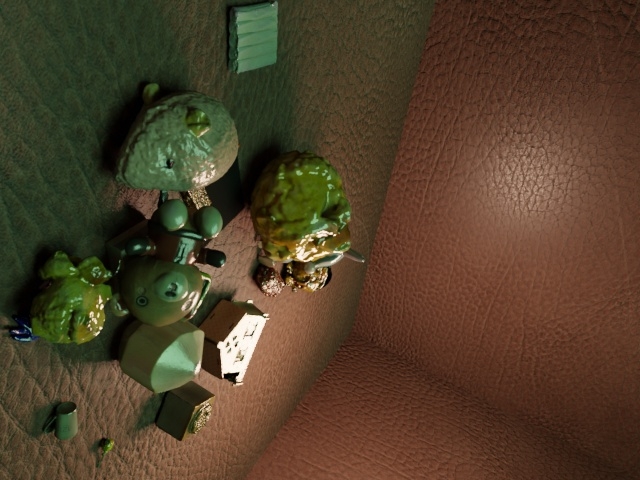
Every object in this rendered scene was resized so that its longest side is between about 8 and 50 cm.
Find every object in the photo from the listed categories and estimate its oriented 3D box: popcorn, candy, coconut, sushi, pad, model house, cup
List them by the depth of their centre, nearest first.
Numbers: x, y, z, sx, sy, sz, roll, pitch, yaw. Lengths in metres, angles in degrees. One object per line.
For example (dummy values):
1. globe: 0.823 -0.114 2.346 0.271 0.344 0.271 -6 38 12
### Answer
1. popcorn: -0.522 0.124 1.025 0.168 0.173 0.195 38 62 -69
2. cup: -0.666 0.463 1.231 0.054 0.075 0.083 -112 -148 -64
3. coconut: -0.444 0.320 1.363 0.241 0.241 0.241 -52 157 -33
4. pad: -0.321 -0.157 1.445 0.247 0.007 0.367 -52 158 -34
5. candy: -0.672 0.660 1.478 0.035 0.035 0.123 -7 129 -56
6. popcorn: -0.075 -0.111 1.673 0.344 0.390 0.354 -23 -174 -4
7. model house: -0.360 0.375 1.776 0.244 0.169 0.326 20 93 -64
8. sushi: -0.060 0.145 2.246 0.204 0.213 0.200 -53 139 -70

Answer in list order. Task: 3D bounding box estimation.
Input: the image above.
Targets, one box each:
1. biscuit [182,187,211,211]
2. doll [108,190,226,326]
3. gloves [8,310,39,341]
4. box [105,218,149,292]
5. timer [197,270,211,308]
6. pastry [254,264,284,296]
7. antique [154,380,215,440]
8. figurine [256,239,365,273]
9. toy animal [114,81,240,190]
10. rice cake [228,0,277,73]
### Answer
1. biscuit: -0.352 -0.146 1.311 0.064 0.034 0.199 -56 158 -26
2. doll: -0.369 0.048 1.160 0.235 0.174 0.330 14 99 -40
3. gloves: -0.626 0.187 1.018 0.064 0.026 0.086 -52 157 -32
4. box: -0.468 0.061 1.235 0.141 0.058 0.201 -46 152 -45
5. timer: -0.411 0.162 1.528 0.140 0.047 0.128 -64 159 -4
6. pastry: -0.210 0.173 2.002 0.115 0.097 0.208 -42 156 -13
7. antique: -0.484 0.618 1.736 0.147 0.148 0.152 -66 164 8
8. figurine: 0.000 0.000 1.920 0.361 0.377 0.266 -53 157 -36
9. toy animal: -0.304 -0.233 1.119 0.358 0.188 0.226 -32 146 -59
10. rice cake: -0.178 -0.550 1.294 0.198 0.037 0.189 -47 154 -43
